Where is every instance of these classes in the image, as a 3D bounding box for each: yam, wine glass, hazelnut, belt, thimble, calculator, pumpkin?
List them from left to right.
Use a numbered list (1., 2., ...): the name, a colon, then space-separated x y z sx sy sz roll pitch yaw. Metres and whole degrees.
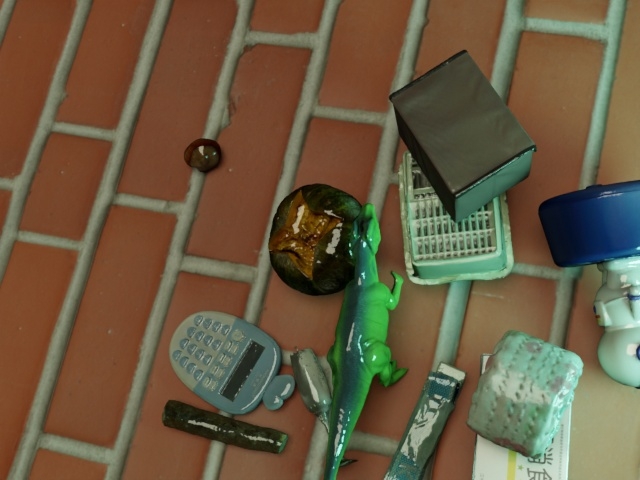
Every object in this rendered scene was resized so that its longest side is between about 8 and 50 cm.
1. hazelnut: -0.269 -0.198 2.113 0.086 0.086 0.086 -4 72 12
2. yam: -0.201 0.390 1.921 0.274 0.061 0.061 12 76 15
3. calculator: -0.189 0.262 1.965 0.303 0.042 0.188 28 80 20
4. wine glass: -0.001 0.338 1.885 0.074 0.074 0.262 -23 69 5
5. pumpkin: 0.002 -0.001 1.940 0.238 0.159 0.238 -5 80 31
6. belt: 0.200 0.383 1.813 0.072 0.087 0.302 21 79 22
7. thimble: 0.355 0.275 1.617 0.149 0.185 0.211 23 113 20

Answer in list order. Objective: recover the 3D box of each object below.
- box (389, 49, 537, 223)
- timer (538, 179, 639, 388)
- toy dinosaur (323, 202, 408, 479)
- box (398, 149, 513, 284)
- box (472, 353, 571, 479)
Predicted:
1. box: 0.270 -0.194 1.766 0.188 0.153 0.252 -32 66 -1
2. timer: 0.578 0.089 1.758 0.270 0.270 0.383 -9 85 10
3. toy dinosaur: 0.062 0.211 1.724 0.144 0.374 0.500 5 38 16
4. box: 0.272 -0.056 1.892 0.221 0.166 0.290 -6 72 11
5. box: 0.379 0.389 1.740 0.173 0.145 0.332 3 73 16
